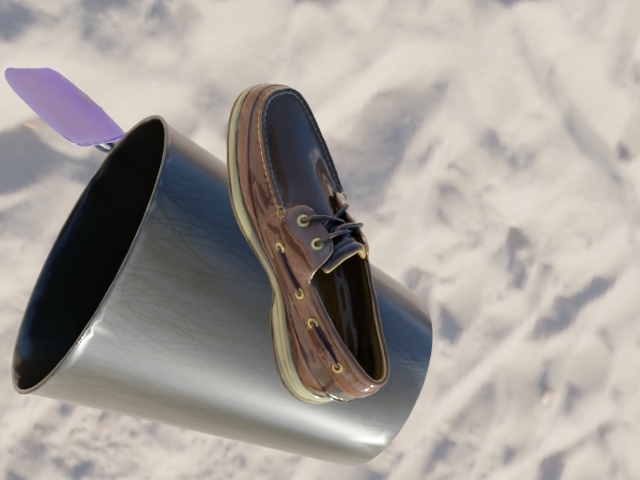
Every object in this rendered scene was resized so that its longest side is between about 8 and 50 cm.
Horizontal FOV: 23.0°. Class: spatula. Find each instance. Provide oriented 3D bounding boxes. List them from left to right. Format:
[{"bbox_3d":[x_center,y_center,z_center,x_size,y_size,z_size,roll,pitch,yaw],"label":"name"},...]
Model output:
[{"bbox_3d":[-0.171,-0.087,1.219,0.030,0.084,0.296,-48,172,0],"label":"spatula"}]

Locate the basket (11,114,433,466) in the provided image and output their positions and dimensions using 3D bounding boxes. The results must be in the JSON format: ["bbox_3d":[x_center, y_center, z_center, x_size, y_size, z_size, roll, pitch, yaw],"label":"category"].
[{"bbox_3d":[-0.055,0.053,1.029,0.226,0.154,0.204,26,115,-24],"label":"basket"}]

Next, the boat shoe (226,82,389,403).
[{"bbox_3d":[0.000,0.000,0.840,0.064,0.060,0.178,-18,98,-39],"label":"boat shoe"}]
